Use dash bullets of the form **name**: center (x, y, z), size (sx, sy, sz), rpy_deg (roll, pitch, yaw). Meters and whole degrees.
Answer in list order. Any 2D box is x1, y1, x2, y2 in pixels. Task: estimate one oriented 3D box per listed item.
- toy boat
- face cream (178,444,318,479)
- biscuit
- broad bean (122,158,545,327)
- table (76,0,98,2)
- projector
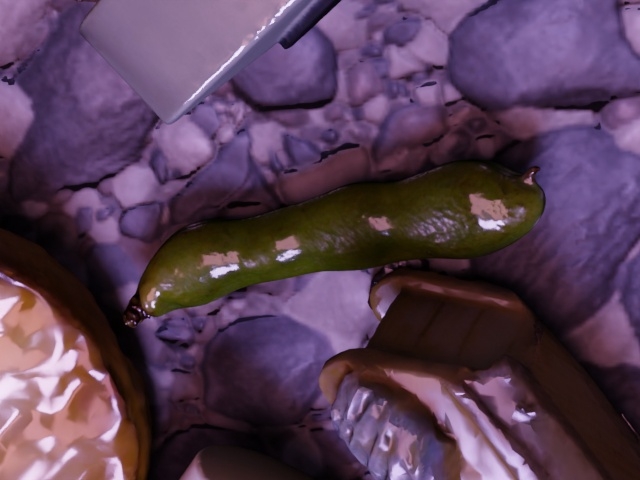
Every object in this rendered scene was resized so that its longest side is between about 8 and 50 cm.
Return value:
- **toy boat**: center (0.145, 0.215, 0.650), size (0.162, 0.136, 0.445), rpy_deg (-31, 102, 30)
- **face cream**: center (-0.083, 0.278, 0.756), size (0.173, 0.081, 0.348), rpy_deg (24, 119, -22)
- **biscuit**: center (-0.250, 0.117, 0.710), size (0.296, 0.102, 0.296), rpy_deg (-1, 110, -4)
- **broad bean**: center (0.001, -0.001, 0.642), size (0.256, 0.053, 0.052), rpy_deg (-14, 135, 21)
- **table**: center (-0.079, -0.151, 0.581), size (0.083, 0.082, 0.070), rpy_deg (9, 114, 13)
- **projector**: center (0.045, -0.177, 0.437), size (0.259, 0.257, 0.079), rpy_deg (-39, 99, 26)
